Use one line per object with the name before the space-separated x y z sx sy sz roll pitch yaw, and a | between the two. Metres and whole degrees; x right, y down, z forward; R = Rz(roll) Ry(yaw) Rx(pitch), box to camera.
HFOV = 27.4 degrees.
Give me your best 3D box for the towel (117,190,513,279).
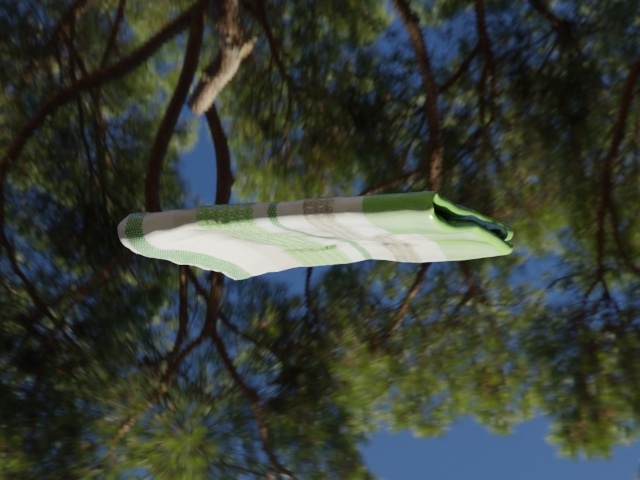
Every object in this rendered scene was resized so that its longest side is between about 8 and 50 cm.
towel | 0.000 0.000 0.597 0.152 0.113 0.023 -3 -98 27
